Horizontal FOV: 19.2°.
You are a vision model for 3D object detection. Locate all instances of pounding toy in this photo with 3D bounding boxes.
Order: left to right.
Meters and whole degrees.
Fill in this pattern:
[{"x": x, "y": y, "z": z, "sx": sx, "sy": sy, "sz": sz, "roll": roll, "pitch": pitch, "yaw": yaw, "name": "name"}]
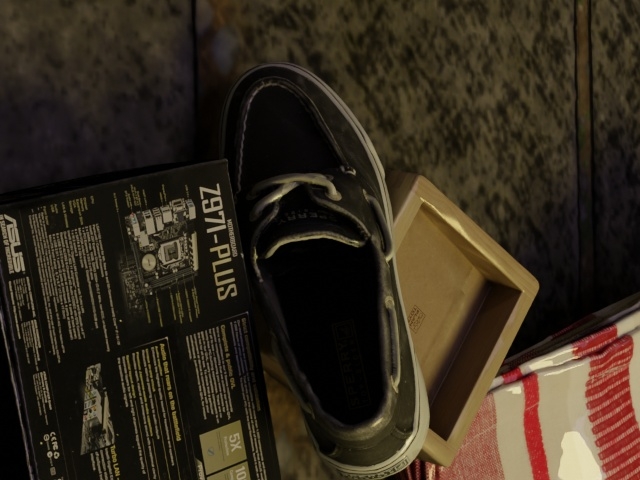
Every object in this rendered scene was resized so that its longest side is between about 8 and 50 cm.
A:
[{"x": 0.021, "y": 0.019, "z": 0.968, "sx": 0.141, "sy": 0.100, "sz": 0.130, "roll": 40, "pitch": 71, "yaw": -37, "name": "pounding toy"}]

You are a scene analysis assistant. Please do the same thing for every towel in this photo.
[{"x": 0.201, "y": 0.150, "z": 1.115, "sx": 0.329, "sy": 0.037, "sz": 0.237, "roll": -25, "pitch": 106, "yaw": -28, "name": "towel"}]

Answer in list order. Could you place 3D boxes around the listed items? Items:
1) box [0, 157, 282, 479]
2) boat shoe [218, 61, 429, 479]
[{"x": -0.100, "y": 0.064, "z": 0.819, "sx": 0.147, "sy": 0.077, "sz": 0.180, "roll": -16, "pitch": 98, "yaw": -49, "name": "box"}, {"x": 0.000, "y": 0.000, "z": 0.874, "sx": 0.070, "sy": 0.077, "sz": 0.219, "roll": 66, "pitch": 5, "yaw": -63, "name": "boat shoe"}]
